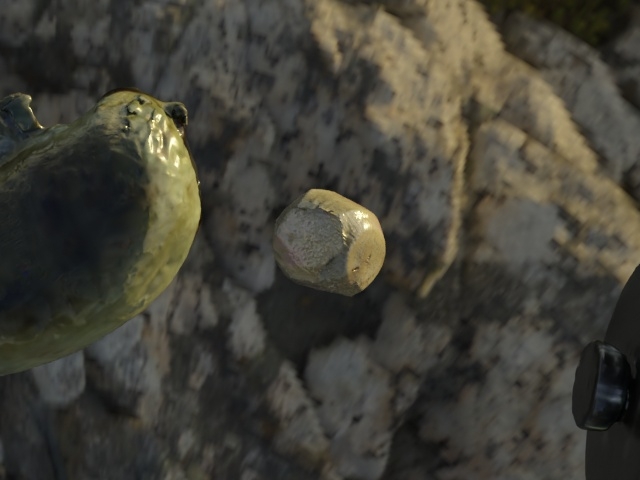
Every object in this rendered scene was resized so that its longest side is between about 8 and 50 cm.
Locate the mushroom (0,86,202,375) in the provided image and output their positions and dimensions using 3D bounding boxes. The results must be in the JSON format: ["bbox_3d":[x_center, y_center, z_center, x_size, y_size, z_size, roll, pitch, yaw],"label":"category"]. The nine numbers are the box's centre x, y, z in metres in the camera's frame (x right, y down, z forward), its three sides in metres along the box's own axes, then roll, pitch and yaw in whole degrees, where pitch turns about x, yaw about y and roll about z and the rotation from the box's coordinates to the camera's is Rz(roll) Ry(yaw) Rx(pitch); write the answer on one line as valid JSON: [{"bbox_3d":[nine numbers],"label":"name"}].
[{"bbox_3d":[-0.263,-0.004,1.751,0.344,0.130,0.247,-19,107,-5],"label":"mushroom"}]

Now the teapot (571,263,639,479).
[{"bbox_3d":[0.324,0.149,1.231,0.337,0.200,0.270,11,84,-6],"label":"teapot"}]

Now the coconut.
[{"bbox_3d":[0.000,0.000,2.005,0.124,0.110,0.110,20,65,33],"label":"coconut"}]
